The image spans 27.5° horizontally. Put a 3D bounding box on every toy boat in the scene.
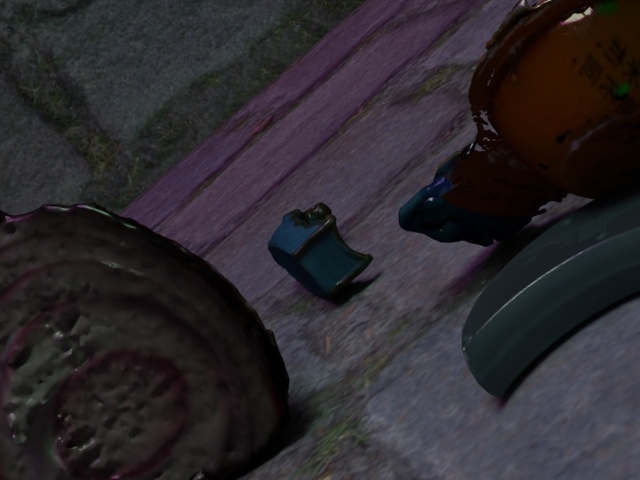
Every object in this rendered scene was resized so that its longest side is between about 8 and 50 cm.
[{"bbox_3d":[0.000,0.000,1.220,0.077,0.075,0.185,-44,11,-7],"label":"toy boat"}]

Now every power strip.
[{"bbox_3d":[0.166,0.023,0.800,0.216,0.044,0.137,-30,17,32],"label":"power strip"}]

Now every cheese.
[{"bbox_3d":[0.175,-0.084,0.878,0.329,0.217,0.129,-45,43,48],"label":"cheese"}]

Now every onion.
[{"bbox_3d":[-0.175,0.091,1.038,0.314,0.280,0.146,-33,1,22],"label":"onion"}]
